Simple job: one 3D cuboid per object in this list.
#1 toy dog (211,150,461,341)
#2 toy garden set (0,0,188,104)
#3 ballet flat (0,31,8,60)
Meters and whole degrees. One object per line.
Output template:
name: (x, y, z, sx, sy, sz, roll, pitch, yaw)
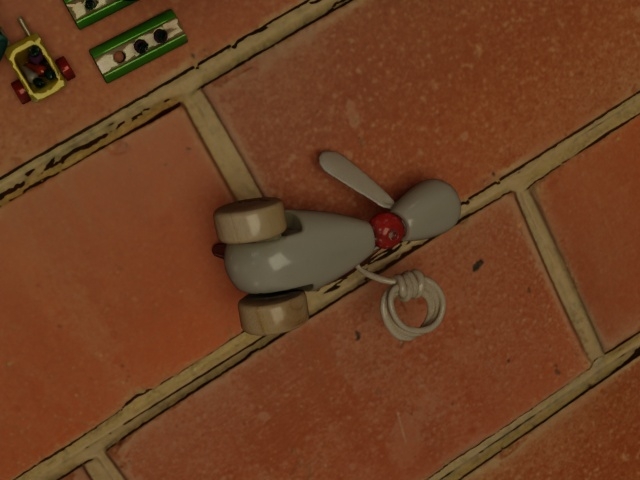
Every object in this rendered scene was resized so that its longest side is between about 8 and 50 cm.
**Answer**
toy dog: (0.000, 0.000, 1.180, 0.333, 0.161, 0.220, 5, 98, -34)
toy garden set: (-0.288, -0.285, 1.053, 0.203, 0.049, 0.244, -29, 109, -9)
ballet flat: (-0.452, -0.095, 1.013, 0.123, 0.123, 0.349, 24, 95, -21)
